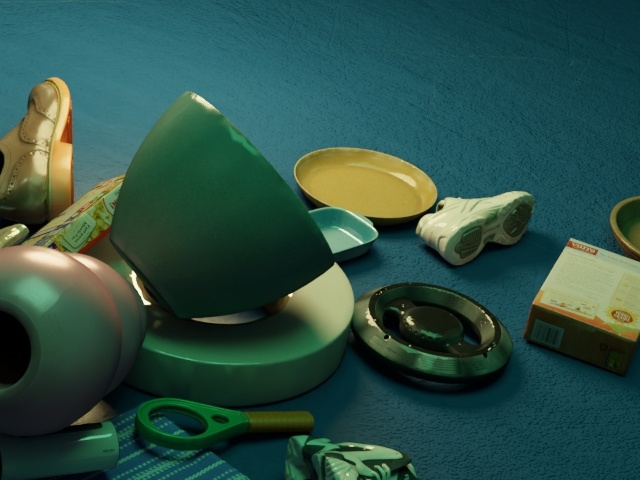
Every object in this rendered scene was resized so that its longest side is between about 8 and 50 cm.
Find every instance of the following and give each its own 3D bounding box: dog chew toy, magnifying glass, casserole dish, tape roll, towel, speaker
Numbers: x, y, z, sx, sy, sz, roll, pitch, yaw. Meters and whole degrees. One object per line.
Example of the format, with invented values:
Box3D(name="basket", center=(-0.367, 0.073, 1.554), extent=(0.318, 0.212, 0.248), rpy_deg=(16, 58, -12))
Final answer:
Box3D(name="dog chew toy", center=(-0.297, 0.104, 1.680), extent=(0.206, 0.207, 0.332), rpy_deg=(18, 7, 13))
Box3D(name="magnifying glass", center=(-0.114, 0.221, 1.789), extent=(0.231, 0.026, 0.092), rpy_deg=(1, 25, -29))
Box3D(name="casserole dish", center=(0.000, 0.000, 2.232), extent=(0.188, 0.037, 0.114), rpy_deg=(-18, 40, -39))
Box3D(name="tape roll", center=(-0.148, 0.083, 2.002), extent=(0.392, 0.072, 0.392), rpy_deg=(8, 29, -4))
Box3D(name="towel", center=(-0.170, 0.300, 1.646), extent=(0.336, 0.040, 0.243), rpy_deg=(31, 34, 32))
Box3D(name="speaker", center=(-0.295, 0.235, 1.639), extent=(0.136, 0.055, 0.055), rpy_deg=(-4, 32, -26))

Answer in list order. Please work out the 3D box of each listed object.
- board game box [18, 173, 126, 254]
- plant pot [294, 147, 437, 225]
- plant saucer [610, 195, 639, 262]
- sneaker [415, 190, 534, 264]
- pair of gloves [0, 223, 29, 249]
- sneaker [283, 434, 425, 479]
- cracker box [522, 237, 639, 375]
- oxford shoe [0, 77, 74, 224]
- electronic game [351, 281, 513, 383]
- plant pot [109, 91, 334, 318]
Box3D(name="board game box", center=(-0.326, -0.019, 2.001), extent=(0.193, 0.045, 0.147), rpy_deg=(-42, 15, -29))
Box3D(name="plant pot", center=(0.072, -0.084, 2.408), extent=(0.236, 0.032, 0.236), rpy_deg=(8, 29, -4))
Box3D(name="plant saucer", center=(0.606, 0.008, 2.418), extent=(0.278, 0.041, 0.278), rpy_deg=(9, 29, -5))
Box3D(name="sneaker", center=(0.243, -0.041, 2.337), extent=(0.232, 0.090, 0.115), rpy_deg=(-17, 36, -42))
Box3D(name="pair of gloves", center=(-0.483, 0.069, 1.829), extent=(0.240, 0.042, 0.204), rpy_deg=(-21, 18, 28))
Box3D(name="sneaker", center=(0.061, 0.283, 1.662), extent=(0.153, 0.094, 0.235), rpy_deg=(4, 3, -19))
Box3D(name="cracker box", center=(0.405, 0.093, 2.172), extent=(0.155, 0.067, 0.232), rpy_deg=(20, 31, 15))
Box3D(name="oxford shoe", center=(-0.444, -0.147, 2.257), extent=(0.132, 0.130, 0.364), rpy_deg=(-2, 31, -9))
Box3D(name="electronic game", center=(0.153, 0.126, 2.048), extent=(0.229, 0.048, 0.229), rpy_deg=(10, 28, -5))
Box3D(name="plant pot", center=(-0.150, -0.015, 1.870), extent=(0.195, 0.290, 0.290), rpy_deg=(-41, 47, -9))
